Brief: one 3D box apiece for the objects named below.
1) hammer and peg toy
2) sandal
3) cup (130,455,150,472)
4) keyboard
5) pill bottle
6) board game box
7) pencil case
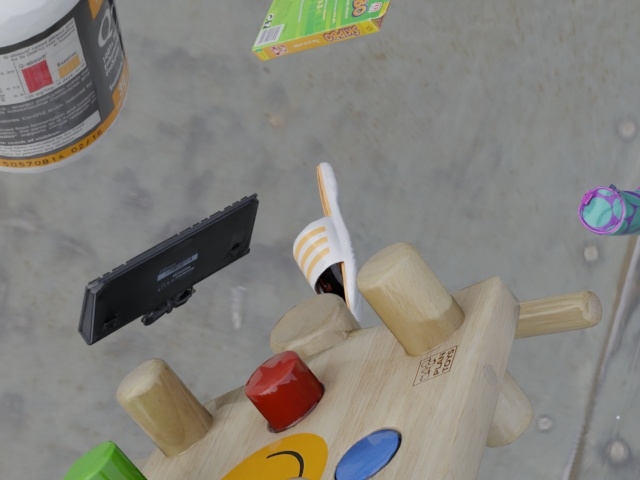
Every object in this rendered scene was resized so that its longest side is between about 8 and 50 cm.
[{"bbox_3d":[-0.008,0.105,0.694,0.266,0.361,0.127,-26,111,32],"label":"hammer and peg toy"},{"bbox_3d":[0.001,0.007,1.685,0.076,0.102,0.265,-12,44,-2],"label":"sandal"},{"bbox_3d":[-0.174,0.381,1.522,0.331,0.237,0.331,-32,41,33],"label":"cup"},{"bbox_3d":[-0.129,0.028,1.103,0.180,0.108,0.023,-30,62,-33],"label":"keyboard"},{"bbox_3d":[-0.228,-0.174,0.917,0.162,0.278,0.162,1,67,-2],"label":"pill bottle"},{"bbox_3d":[0.016,-0.355,1.997,0.259,0.039,0.124,-9,49,41],"label":"board game box"},{"bbox_3d":[0.397,-0.040,1.684,0.064,0.152,0.070,-47,63,28],"label":"pencil case"}]
